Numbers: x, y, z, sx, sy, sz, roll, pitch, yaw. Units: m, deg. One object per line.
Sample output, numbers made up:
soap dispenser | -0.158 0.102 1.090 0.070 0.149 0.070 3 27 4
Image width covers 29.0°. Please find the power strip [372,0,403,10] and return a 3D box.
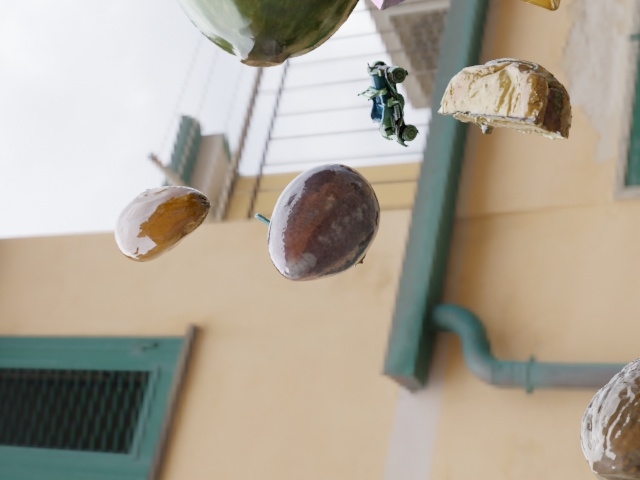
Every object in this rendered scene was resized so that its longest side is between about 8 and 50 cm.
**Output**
power strip | 0.180 -0.396 1.663 0.278 0.037 0.109 -28 -22 -24

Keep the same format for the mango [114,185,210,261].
mango | -0.211 -0.026 1.592 0.084 0.159 0.105 50 -127 -4

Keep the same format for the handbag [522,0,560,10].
handbag | 0.223 -0.273 1.265 0.083 0.061 0.027 -69 -3 -47

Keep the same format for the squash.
squash | -0.060 -0.348 1.296 0.310 0.310 0.309 39 -136 -51

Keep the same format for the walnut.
walnut | 0.431 0.238 1.606 0.230 0.178 0.178 -30 -64 -28

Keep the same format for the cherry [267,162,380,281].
cherry | -0.001 0.006 1.351 0.188 0.115 0.148 105 179 -50

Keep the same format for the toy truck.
toy truck | 0.114 -0.238 2.190 0.078 0.080 0.154 -24 -63 -22

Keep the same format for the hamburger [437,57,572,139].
hamburger | 0.316 -0.239 2.078 0.124 0.262 0.131 17 -91 -39

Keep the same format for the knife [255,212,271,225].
knife | -0.045 -0.008 1.548 0.091 0.014 0.005 33 -122 -20
